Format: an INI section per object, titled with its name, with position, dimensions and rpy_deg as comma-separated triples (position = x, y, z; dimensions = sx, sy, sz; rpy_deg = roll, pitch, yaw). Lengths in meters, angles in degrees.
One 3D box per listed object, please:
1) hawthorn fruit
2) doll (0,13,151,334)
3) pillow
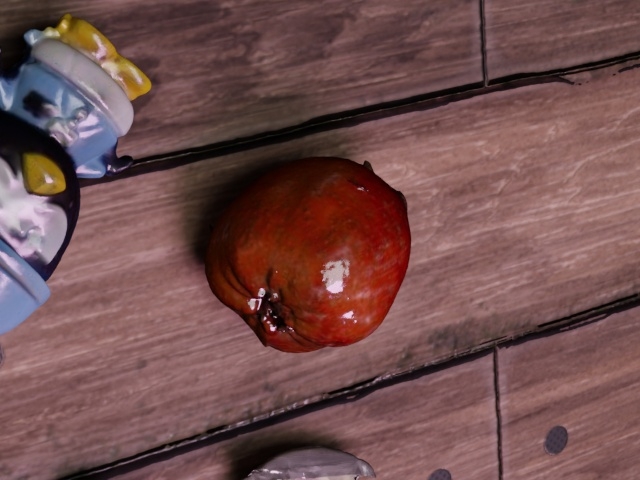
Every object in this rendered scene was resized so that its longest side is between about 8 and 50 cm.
[hawthorn fruit]
position = 0.000, 0.000, 1.408
dimensions = 0.202, 0.185, 0.185
rpy_deg = -53, 125, -27
[doll]
position = -0.266, -0.038, 1.246
dimensions = 0.177, 0.141, 0.314
rpy_deg = 42, 76, -30
[pillow]
position = -0.037, 0.328, 1.538
dimensions = 0.169, 0.059, 0.255
rpy_deg = -1, 106, -42
